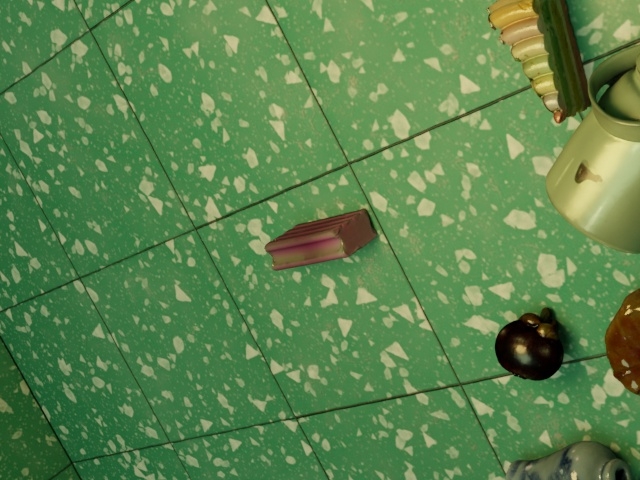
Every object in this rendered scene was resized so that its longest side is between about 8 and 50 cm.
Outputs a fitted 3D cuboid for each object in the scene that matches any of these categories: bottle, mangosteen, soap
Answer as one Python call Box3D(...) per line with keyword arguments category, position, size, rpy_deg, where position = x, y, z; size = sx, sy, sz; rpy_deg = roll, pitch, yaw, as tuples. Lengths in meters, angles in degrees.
Box3D(category="bottle", position=(0.497, -0.171, 1.596), size=(0.229, 0.229, 0.352), rpy_deg=(38, 127, 16))
Box3D(category="mangosteen", position=(0.386, 0.186, 1.960), size=(0.140, 0.140, 0.140), rpy_deg=(19, 125, 30))
Box3D(category="soap", position=(0.000, 0.000, 2.152), size=(0.203, 0.122, 0.065), rpy_deg=(-11, 106, 43))

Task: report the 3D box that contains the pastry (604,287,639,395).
Box3D(category="pastry", position=(0.581, 0.176, 1.799), size=(0.218, 0.100, 0.229), rpy_deg=(-21, 101, 43))

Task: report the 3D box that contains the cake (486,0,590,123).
Box3D(category="cake", position=(0.367, -0.301, 1.696), size=(0.090, 0.109, 0.225), rpy_deg=(-29, 94, 44))

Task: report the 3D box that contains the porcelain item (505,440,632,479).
Box3D(category="porcelain item", position=(0.468, 0.452, 2.028), size=(0.259, 0.141, 0.141), rpy_deg=(-20, 100, 54))
